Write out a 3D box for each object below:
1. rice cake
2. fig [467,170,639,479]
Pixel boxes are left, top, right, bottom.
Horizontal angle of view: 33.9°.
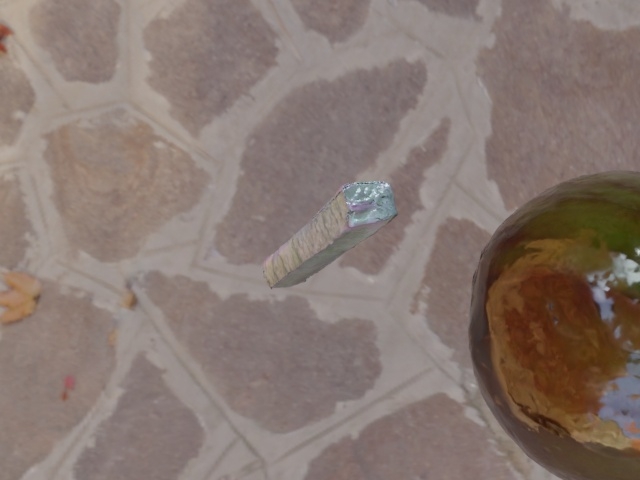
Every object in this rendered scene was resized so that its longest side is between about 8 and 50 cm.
[{"bbox_3d":[0.000,0.000,0.874,0.043,0.211,0.034,-8,76,-25],"label":"rice cake"},{"bbox_3d":[0.119,0.036,0.335,0.103,0.109,0.154,-37,26,-29],"label":"fig"}]
